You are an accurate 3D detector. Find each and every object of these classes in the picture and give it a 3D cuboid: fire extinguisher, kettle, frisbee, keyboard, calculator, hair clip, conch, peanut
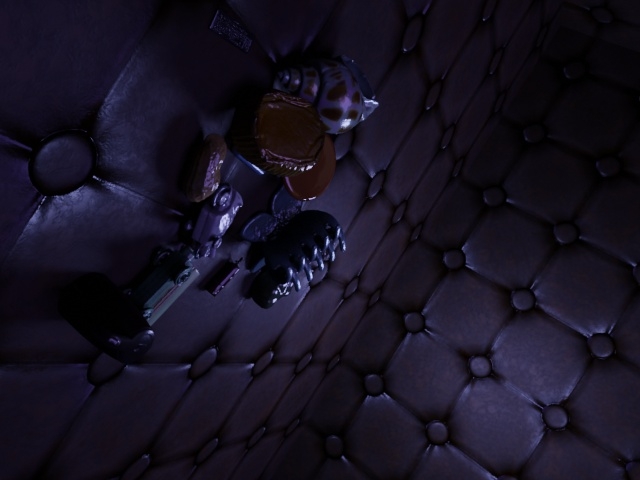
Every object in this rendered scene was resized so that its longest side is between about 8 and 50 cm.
[{"bbox_3d":[-0.324,0.122,1.778,0.157,0.045,0.078,-49,-178,-19],"label":"fire extinguisher"},{"bbox_3d":[-0.520,0.189,1.262,0.144,0.232,0.202,-53,155,-11],"label":"kettle"},{"bbox_3d":[-0.033,-0.251,1.707,0.250,0.021,0.251,-20,119,-41],"label":"frisbee"},{"bbox_3d":[-0.213,-0.508,1.267,0.155,0.010,0.053,6,113,-63],"label":"keyboard"},{"bbox_3d":[-0.189,-0.275,1.553,0.121,0.039,0.210,-59,155,-2],"label":"calculator"},{"bbox_3d":[-0.088,0.003,1.841,0.318,0.238,0.392,-41,151,-27],"label":"hair clip"},{"bbox_3d":[0.031,-0.453,1.573,0.368,0.197,0.250,29,57,-60],"label":"conch"},{"bbox_3d":[-0.304,-0.190,1.380,0.194,0.093,0.083,-61,-166,15],"label":"peanut"}]

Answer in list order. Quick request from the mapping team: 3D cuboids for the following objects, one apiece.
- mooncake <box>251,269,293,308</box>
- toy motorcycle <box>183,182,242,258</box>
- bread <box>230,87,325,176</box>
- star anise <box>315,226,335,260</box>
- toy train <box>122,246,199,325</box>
[{"bbox_3d":[-0.186,0.189,2.040,0.175,0.104,0.168,-48,160,-11],"label":"mooncake"},{"bbox_3d":[-0.301,-0.064,1.531,0.171,0.110,0.260,-40,158,-59],"label":"toy motorcycle"},{"bbox_3d":[-0.119,-0.296,1.441,0.253,0.142,0.228,11,87,-39],"label":"bread"},{"bbox_3d":[-0.005,0.015,2.198,0.197,0.073,0.212,-63,152,4],"label":"star anise"},{"bbox_3d":[-0.461,0.146,1.484,0.285,0.116,0.177,-50,166,-18],"label":"toy train"}]
